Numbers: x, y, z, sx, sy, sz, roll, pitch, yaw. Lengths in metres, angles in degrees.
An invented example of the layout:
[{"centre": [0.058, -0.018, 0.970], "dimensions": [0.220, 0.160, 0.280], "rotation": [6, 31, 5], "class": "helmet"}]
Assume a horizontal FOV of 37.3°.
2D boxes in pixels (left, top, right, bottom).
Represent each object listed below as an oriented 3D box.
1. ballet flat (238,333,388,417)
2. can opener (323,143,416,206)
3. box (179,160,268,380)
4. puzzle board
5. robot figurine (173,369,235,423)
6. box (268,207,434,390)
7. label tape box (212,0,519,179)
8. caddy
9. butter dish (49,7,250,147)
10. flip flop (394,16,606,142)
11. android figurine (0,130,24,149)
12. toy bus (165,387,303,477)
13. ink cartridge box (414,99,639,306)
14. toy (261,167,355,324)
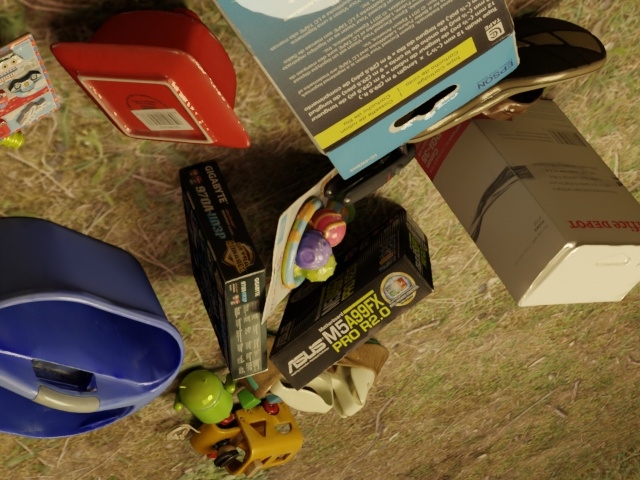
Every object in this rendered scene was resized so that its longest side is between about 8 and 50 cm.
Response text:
[{"centre": [0.002, 0.222, 1.524], "dimensions": [0.342, 0.124, 0.116], "rotation": [14, 127, -46], "class": "ballet flat"}, {"centre": [0.066, -0.084, 1.170], "dimensions": [0.186, 0.059, 0.073], "rotation": [-40, 141, -55], "class": "can opener"}, {"centre": [-0.116, 0.040, 1.154], "dimensions": [0.051, 0.175, 0.220], "rotation": [-16, 144, -14], "class": "box"}, {"centre": [-0.305, -0.123, 0.863], "dimensions": [0.128, 0.011, 0.096], "rotation": [-35, 151, -19], "class": "puzzle board"}, {"centre": [-0.177, 0.242, 1.471], "dimensions": [0.101, 0.067, 0.115], "rotation": [-19, 146, 6], "class": "robot figurine"}, {"centre": [0.045, 0.069, 1.265], "dimensions": [0.216, 0.060, 0.270], "rotation": [-37, -171, 13], "class": "box"}, {"centre": [0.049, -0.240, 0.969], "dimensions": [0.249, 0.115, 0.347], "rotation": [-32, 149, 5], "class": "label tape box"}, {"centre": [-0.321, 0.126, 1.117], "dimensions": [0.241, 0.179, 0.341], "rotation": [-42, 144, 17], "class": "caddy"}, {"centre": [-0.147, -0.173, 0.918], "dimensions": [0.160, 0.118, 0.160], "rotation": [7, 154, 24], "class": "butter dish"}, {"centre": [0.209, -0.185, 1.154], "dimensions": [0.277, 0.112, 0.080], "rotation": [-26, 142, 2], "class": "flip flop"}, {"centre": [-0.408, -0.109, 0.859], "dimensions": [0.248, 0.056, 0.273], "rotation": [-45, 141, 22], "class": "android figurine"}, {"centre": [-0.128, 0.342, 1.589], "dimensions": [0.202, 0.104, 0.191], "rotation": [-29, 153, -4], "class": "toy bus"}, {"centre": [0.278, -0.057, 1.216], "dimensions": [0.207, 0.283, 0.117], "rotation": [0, 136, -36], "class": "ink cartridge box"}, {"centre": [0.000, 0.000, 1.143], "dimensions": [0.237, 0.056, 0.136], "rotation": [-53, 156, -64], "class": "toy"}]
